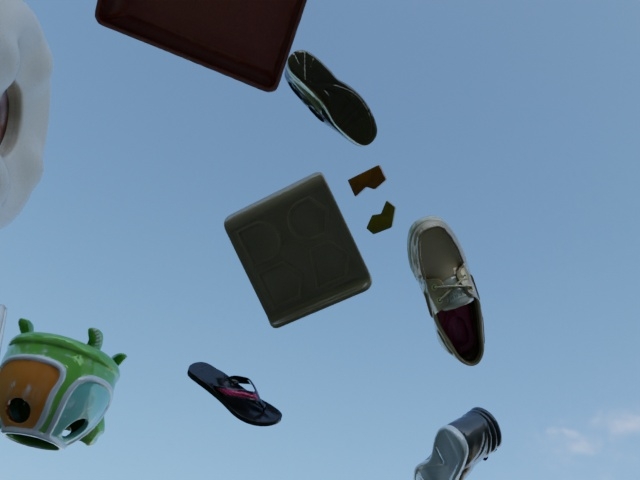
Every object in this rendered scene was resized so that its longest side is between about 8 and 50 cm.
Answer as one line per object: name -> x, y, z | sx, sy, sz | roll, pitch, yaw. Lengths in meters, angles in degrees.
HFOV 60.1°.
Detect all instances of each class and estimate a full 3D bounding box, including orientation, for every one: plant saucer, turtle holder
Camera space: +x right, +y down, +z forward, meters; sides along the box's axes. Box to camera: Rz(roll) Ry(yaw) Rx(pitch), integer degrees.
plant saucer -> -0.120, -0.342, 0.657 | 0.259, 0.048, 0.258 | 24, -73, 10
turtle holder -> -0.580, 0.335, 1.212 | 0.243, 0.227, 0.320 | 18, -36, -14

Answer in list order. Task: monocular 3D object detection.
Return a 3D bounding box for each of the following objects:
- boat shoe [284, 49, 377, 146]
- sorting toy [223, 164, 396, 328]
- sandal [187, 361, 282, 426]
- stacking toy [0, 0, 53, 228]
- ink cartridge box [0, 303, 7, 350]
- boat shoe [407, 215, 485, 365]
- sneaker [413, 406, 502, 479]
boat shoe -> 0.018, -0.268, 1.071 | 0.223, 0.073, 0.080 | 44, -107, -7
sorting toy -> 0.000, 0.000, 0.994 | 0.307, 0.041, 0.229 | -25, -91, 14
sandal -> -0.139, 0.242, 0.900 | 0.179, 0.067, 0.040 | 29, -74, 17
stacking toy -> -0.661, -0.214, 0.771 | 0.479, 0.351, 0.351 | 9, -60, -14
ink cartridge box -> -0.245, 0.074, 0.300 | 0.122, 0.088, 0.052 | 10, -56, -27
boat shoe -> 0.139, 0.056, 0.580 | 0.063, 0.059, 0.170 | -23, -71, -1
sneaker -> 0.296, 0.467, 1.173 | 0.147, 0.104, 0.296 | -17, -44, -29
